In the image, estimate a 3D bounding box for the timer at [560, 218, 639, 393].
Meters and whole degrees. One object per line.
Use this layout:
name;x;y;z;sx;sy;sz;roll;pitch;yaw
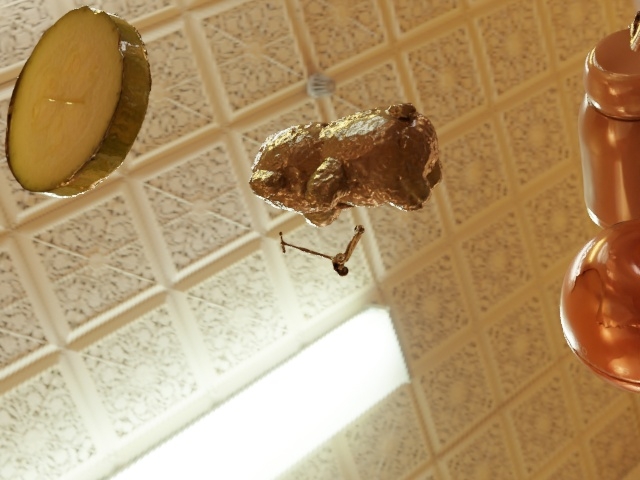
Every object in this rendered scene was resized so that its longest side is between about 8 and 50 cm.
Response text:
timer;0.437;0.087;1.365;0.229;0.230;0.215;-49;-29;-21

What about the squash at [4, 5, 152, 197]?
squash;-0.273;-0.153;1.136;0.041;0.219;0.219;19;-96;-46

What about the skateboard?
skateboard;0.000;0.000;1.112;0.032;0.083;0.064;77;-146;-51

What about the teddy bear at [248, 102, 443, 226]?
teddy bear;0.034;-0.101;1.428;0.151;0.267;0.236;70;-157;-12

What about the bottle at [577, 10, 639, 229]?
bottle;0.460;-0.169;1.466;0.206;0.173;0.297;-54;-39;-30
